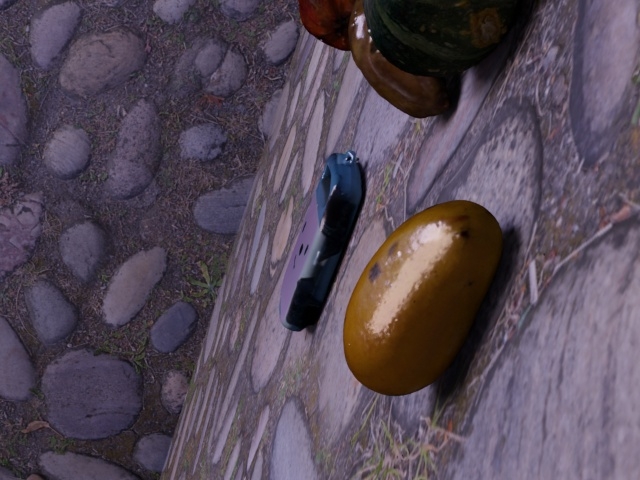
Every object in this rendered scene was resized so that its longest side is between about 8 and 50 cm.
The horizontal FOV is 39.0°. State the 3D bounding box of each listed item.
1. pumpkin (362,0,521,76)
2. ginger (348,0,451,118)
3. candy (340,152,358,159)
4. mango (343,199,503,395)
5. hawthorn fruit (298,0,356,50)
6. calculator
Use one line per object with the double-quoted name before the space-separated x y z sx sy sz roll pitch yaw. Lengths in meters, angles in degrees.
"pumpkin" 0.112 -0.247 0.845 0.190 0.146 0.190 174 90 -90
"ginger" 0.093 -0.254 1.048 0.309 0.107 0.133 -76 -27 -55
"candy" 0.046 -0.128 1.415 0.083 0.025 0.023 -179 78 -71
"mango" 0.080 0.042 0.725 0.178 0.090 0.115 -66 24 20
"hawthorn fruit" 0.043 -0.409 1.483 0.173 0.173 0.179 173 112 -79
"calculator" 0.000 0.000 1.352 0.173 0.051 0.293 -93 22 -66
